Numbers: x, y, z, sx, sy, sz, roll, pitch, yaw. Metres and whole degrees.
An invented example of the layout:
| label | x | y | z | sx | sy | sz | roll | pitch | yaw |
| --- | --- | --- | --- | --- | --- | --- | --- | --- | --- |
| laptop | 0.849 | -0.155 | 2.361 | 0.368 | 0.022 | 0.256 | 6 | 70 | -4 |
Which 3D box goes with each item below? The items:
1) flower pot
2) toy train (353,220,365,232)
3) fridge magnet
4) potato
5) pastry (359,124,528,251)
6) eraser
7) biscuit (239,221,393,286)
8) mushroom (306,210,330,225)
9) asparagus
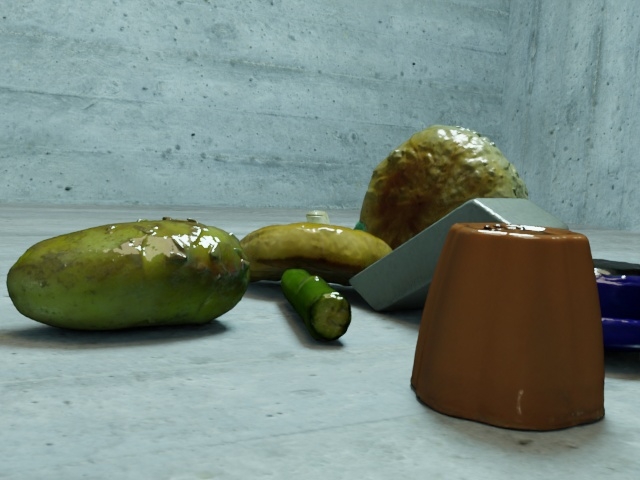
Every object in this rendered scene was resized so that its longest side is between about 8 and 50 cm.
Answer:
| label | x | y | z | sx | sy | sz | roll | pitch | yaw |
| --- | --- | --- | --- | --- | --- | --- | --- | --- | --- |
| flower pot | 0.186 | 0.073 | 0.710 | 0.191 | 0.173 | 0.190 | 3 | 8 | 0 |
| toy train | 0.172 | 0.015 | 1.597 | 0.190 | 0.126 | 0.307 | 35 | -5 | -19 |
| fridge magnet | 0.356 | 0.083 | 0.953 | 0.266 | 0.112 | 0.265 | 4 | 4 | 0 |
| potato | -0.233 | 0.040 | 0.916 | 0.298 | 0.141 | 0.176 | 0 | -2 | -29 |
| pastry | 0.215 | -0.059 | 1.322 | 0.330 | 0.329 | 0.136 | 8 | 5 | 38 |
| eraser | 0.181 | 0.025 | 1.037 | 0.112 | 0.077 | 0.352 | 0 | -23 | -33 |
| biscuit | -0.007 | 0.024 | 1.230 | 0.275 | 0.091 | 0.213 | 6 | -15 | -2 |
| mushroom | 0.000 | 0.000 | 1.492 | 0.154 | 0.122 | 0.154 | -3 | 3 | 0 |
| asparagus | -0.013 | 0.081 | 1.008 | 0.060 | 0.067 | 0.278 | -27 | 8 | -8 |
